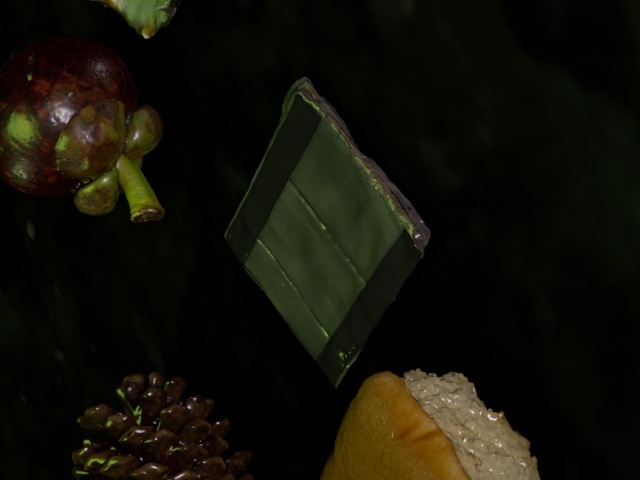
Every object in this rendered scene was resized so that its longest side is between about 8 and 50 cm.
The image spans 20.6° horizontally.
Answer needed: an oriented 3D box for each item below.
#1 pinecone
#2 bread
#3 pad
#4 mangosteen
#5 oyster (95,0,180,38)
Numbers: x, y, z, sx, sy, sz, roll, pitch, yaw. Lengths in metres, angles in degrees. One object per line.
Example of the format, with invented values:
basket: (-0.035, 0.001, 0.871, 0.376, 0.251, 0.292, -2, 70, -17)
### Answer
pinecone: (-0.149, 0.222, 1.623, 0.168, 0.212, 0.185, -7, 151, 24)
bread: (0.075, 0.211, 1.349, 0.174, 0.121, 0.245, 48, 145, 23)
pad: (0.001, 0.000, 1.410, 0.174, 0.022, 0.233, 52, 146, 18)
mangosteen: (-0.203, -0.101, 1.539, 0.181, 0.156, 0.146, 20, 104, 12)
oyster: (-0.141, -0.273, 1.379, 0.198, 0.092, 0.259, 60, 156, 8)
